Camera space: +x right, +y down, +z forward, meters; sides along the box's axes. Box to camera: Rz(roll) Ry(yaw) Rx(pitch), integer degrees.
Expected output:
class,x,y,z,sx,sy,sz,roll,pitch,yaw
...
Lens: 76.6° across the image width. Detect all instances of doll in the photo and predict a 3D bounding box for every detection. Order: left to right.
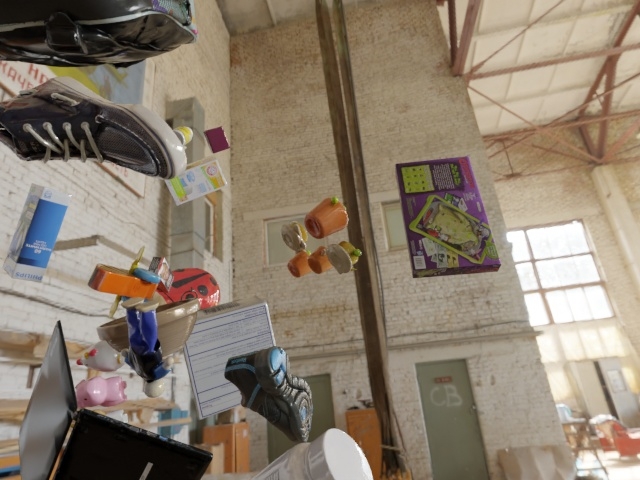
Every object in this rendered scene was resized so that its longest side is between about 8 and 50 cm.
class,x,y,z,sx,sy,sz,roll,pitch,yaw
doll,-0.313,0.202,0.736,0.129,0.189,0.046,6,16,25

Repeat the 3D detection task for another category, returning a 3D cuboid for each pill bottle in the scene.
class,x,y,z,sx,sy,sz,roll,pitch,yaw
pill bottle,-0.510,-0.382,1.483,0.065,0.116,0.065,1,-65,2
pill bottle,-0.048,0.494,0.767,0.283,0.160,0.160,-43,-35,16

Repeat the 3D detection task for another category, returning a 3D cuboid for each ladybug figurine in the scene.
class,x,y,z,sx,sy,sz,roll,pitch,yaw
ladybug figurine,-0.605,0.237,1.740,0.449,0.305,0.162,-29,-32,-58

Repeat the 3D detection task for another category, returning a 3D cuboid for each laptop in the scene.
class,x,y,z,sx,sy,sz,roll,pitch,yaw
laptop,-0.302,0.285,0.563,0.264,0.136,0.234,25,-72,-11

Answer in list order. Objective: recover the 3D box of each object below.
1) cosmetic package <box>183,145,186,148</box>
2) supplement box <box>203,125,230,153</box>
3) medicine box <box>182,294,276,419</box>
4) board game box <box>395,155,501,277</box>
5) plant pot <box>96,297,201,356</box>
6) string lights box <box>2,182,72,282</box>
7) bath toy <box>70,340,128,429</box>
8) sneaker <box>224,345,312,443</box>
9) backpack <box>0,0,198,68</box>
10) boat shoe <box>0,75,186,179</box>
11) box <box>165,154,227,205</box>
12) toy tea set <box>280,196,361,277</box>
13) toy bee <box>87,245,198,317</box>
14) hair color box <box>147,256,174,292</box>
class,x,y,z,sx,sy,sz,roll,pitch,yaw
cosmetic package,-0.579,-0.334,1.566,0.060,0.041,0.115,38,-80,-14
supplement box,-0.246,-0.239,0.958,0.043,0.055,0.083,-21,20,-12
medicine box,-0.277,0.348,1.248,0.263,0.289,0.149,-13,6,-20
board game box,0.319,-0.071,1.059,0.208,0.347,0.056,-7,-33,9
plant pot,-0.404,0.224,0.989,0.237,0.110,0.237,-14,0,0
string lights box,-0.810,-0.025,1.158,0.133,0.260,0.076,13,-6,42
bath toy,-0.608,0.435,1.105,0.129,0.348,0.151,-9,-35,-13
sneaker,-0.115,0.385,1.005,0.139,0.125,0.341,-10,-57,15
backpack,-0.245,-0.265,0.403,0.225,0.191,0.253,-3,16,2
boat shoe,-0.389,-0.161,0.663,0.340,0.158,0.127,25,-43,23
box,-0.469,-0.229,1.522,0.203,0.103,0.114,-23,-63,-11
toy tea set,0.000,0.000,1.168,0.124,0.200,0.336,-33,8,-33
toy bee,-0.510,0.128,1.108,0.162,0.195,0.298,19,-29,34
hair color box,-0.575,0.126,1.465,0.043,0.072,0.141,6,-34,2
